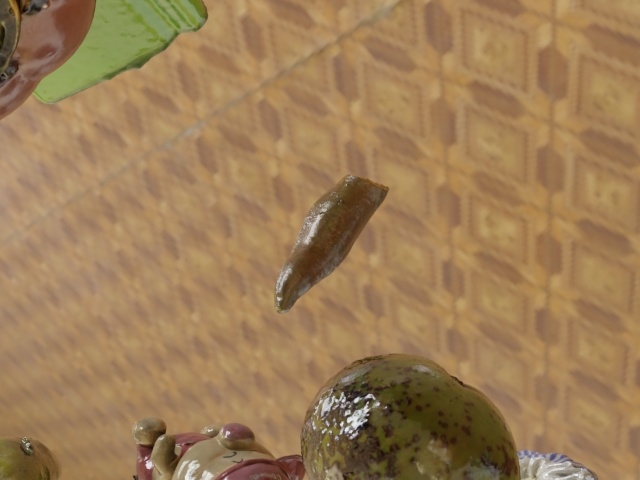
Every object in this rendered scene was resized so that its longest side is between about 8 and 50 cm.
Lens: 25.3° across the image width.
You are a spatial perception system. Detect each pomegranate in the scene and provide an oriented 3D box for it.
[{"bbox_3d":[0.059,0.227,1.319,0.214,0.248,0.214,39,-175,-4],"label":"pomegranate"}]

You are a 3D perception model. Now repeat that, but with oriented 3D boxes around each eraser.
[{"bbox_3d":[-0.250,-0.254,1.345,0.274,0.210,0.092,43,-154,-60],"label":"eraser"}]

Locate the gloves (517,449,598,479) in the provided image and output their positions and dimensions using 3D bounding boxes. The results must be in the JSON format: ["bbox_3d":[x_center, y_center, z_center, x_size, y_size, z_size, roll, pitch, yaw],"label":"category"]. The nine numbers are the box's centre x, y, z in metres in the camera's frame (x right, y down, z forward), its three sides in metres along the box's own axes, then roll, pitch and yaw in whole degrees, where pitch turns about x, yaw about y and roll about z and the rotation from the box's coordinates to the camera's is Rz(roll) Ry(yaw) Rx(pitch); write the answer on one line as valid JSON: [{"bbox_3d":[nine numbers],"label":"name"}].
[{"bbox_3d":[0.247,0.282,1.516,0.229,0.097,0.119,25,122,49],"label":"gloves"}]

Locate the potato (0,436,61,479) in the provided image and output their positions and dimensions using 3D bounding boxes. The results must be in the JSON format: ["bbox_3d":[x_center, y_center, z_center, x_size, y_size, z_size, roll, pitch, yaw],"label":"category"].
[{"bbox_3d":[-0.379,0.289,1.800,0.105,0.085,0.188,41,180,12],"label":"potato"}]

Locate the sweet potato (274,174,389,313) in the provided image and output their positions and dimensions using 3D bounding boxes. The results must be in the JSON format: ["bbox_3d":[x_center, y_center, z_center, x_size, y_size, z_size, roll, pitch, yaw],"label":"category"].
[{"bbox_3d":[0.000,0.000,1.834,0.077,0.243,0.077,30,152,18],"label":"sweet potato"}]

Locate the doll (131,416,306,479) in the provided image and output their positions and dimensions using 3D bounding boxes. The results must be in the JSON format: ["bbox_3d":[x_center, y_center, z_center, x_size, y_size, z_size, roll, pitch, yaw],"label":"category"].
[{"bbox_3d":[-0.131,0.313,1.888,0.256,0.196,0.152,18,127,51],"label":"doll"}]

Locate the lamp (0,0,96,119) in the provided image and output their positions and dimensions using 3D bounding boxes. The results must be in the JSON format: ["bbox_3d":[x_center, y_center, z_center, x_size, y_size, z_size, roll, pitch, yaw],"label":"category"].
[{"bbox_3d":[-0.296,-0.202,1.021,0.239,0.305,0.305,55,167,46],"label":"lamp"}]
